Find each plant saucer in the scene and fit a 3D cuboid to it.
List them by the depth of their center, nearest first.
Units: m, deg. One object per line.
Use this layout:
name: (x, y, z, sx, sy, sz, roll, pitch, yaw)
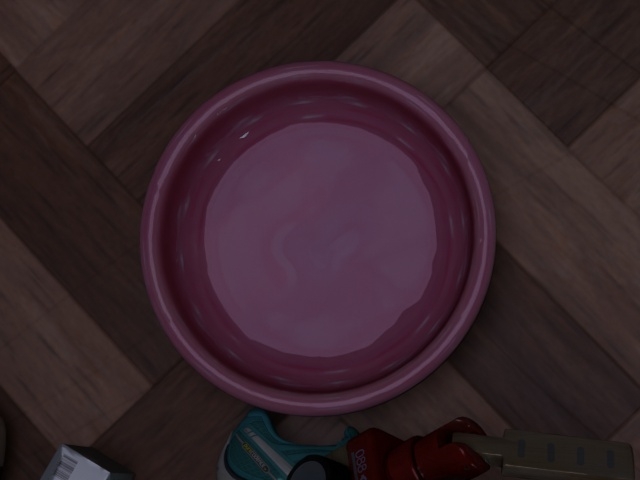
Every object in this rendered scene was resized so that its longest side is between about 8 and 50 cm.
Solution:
plant saucer: (0.000, 0.000, 1.572, 0.332, 0.084, 0.332, -1, 82, 8)

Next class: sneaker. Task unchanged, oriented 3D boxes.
sneaker: (0.039, 0.226, 1.525, 0.275, 0.107, 0.110, 16, 75, 11)

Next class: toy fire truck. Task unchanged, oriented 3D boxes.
toy fire truck: (0.118, 0.238, 1.332, 0.246, 0.158, 0.217, -34, 45, 29)

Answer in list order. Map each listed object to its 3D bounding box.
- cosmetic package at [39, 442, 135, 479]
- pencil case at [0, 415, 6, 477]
cosmetic package: (-0.263, 0.307, 1.556, 0.060, 0.099, 0.239, 29, 87, 9)
pencil case: (-0.431, 0.196, 1.441, 0.183, 0.410, 0.160, -34, 76, 9)
